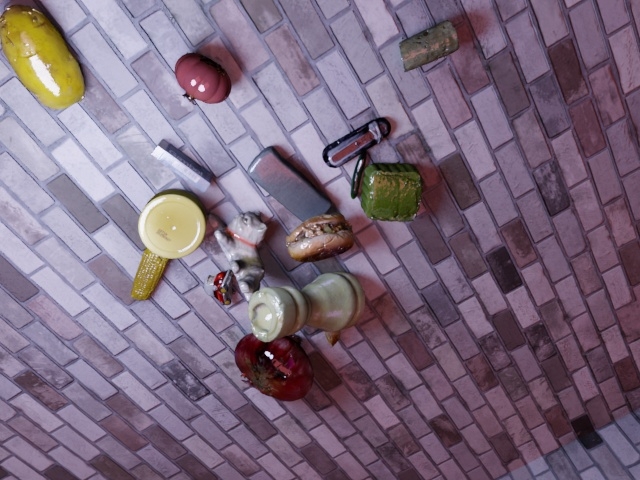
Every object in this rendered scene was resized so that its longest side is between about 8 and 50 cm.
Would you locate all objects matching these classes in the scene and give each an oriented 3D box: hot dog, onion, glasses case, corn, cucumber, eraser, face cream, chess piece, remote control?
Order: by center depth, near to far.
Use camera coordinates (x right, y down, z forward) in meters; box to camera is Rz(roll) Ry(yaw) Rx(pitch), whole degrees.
[{"bbox_3d":[-0.465,-0.253,1.750,0.212,0.092,0.046,37,107,-22],"label":"eraser"},{"bbox_3d":[-0.501,-0.062,1.765,0.218,0.179,0.218,-3,103,-12],"label":"face cream"},{"bbox_3d":[0.129,-0.338,1.801,0.266,0.066,0.090,-29,121,8],"label":"remote control"},{"bbox_3d":[-0.109,-0.189,1.841,0.131,0.074,0.323,-43,114,15],"label":"glasses case"},{"bbox_3d":[-0.051,0.237,1.868,0.442,0.234,0.234,-1,125,-50],"label":"chess piece"},{"bbox_3d":[0.135,-0.237,1.874,0.036,0.033,0.184,14,114,5],"label":"cucumber"},{"bbox_3d":[-0.632,0.114,1.915,0.097,0.097,0.262,23,111,-18],"label":"corn"},{"bbox_3d":[-0.169,0.482,2.095,0.347,0.285,0.348,21,136,21],"label":"onion"},{"bbox_3d":[0.053,0.353,2.146,0.078,0.061,0.169,10,97,-47],"label":"hot dog"}]

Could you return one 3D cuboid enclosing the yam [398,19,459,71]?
[{"bbox_3d":[0.340,-0.623,1.663,0.194,0.107,0.107,-23,118,6],"label":"yam"}]

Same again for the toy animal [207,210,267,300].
[{"bbox_3d":[-0.250,0.043,1.831,0.188,0.308,0.266,-22,122,-12],"label":"toy animal"}]

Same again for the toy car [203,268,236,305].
[{"bbox_3d":[-0.393,0.181,1.983,0.112,0.112,0.139,5,127,6],"label":"toy car"}]

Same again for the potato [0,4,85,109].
[{"bbox_3d":[-0.829,-0.539,1.529,0.173,0.140,0.300,-23,123,-3],"label":"potato"}]

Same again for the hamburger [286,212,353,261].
[{"bbox_3d":[0.000,0.000,1.874,0.243,0.286,0.146,-27,79,39],"label":"hamburger"}]

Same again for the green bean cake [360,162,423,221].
[{"bbox_3d":[0.259,-0.173,1.877,0.214,0.113,0.200,-1,116,-8],"label":"green bean cake"}]

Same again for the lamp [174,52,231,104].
[{"bbox_3d":[-0.366,-0.492,1.594,0.182,0.182,0.140,30,113,-20],"label":"lamp"}]
